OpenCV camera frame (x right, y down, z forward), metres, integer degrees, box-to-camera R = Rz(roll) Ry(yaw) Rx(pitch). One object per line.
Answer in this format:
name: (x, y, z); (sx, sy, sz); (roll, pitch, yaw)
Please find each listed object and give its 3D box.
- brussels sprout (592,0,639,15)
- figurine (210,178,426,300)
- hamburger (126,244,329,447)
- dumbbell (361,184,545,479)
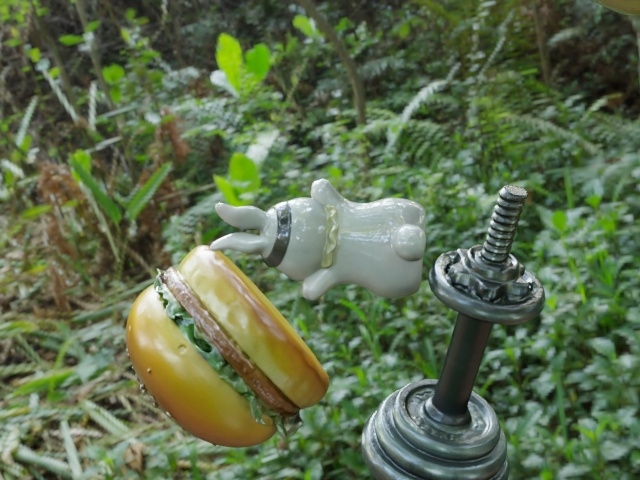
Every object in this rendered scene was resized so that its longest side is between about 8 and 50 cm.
brussels sprout: (0.224, -0.276, 0.553); (0.227, 0.259, 0.294); (24, 64, -2)
figurine: (0.000, 0.010, 0.639); (0.146, 0.098, 0.081); (3, 62, 4)
hamburger: (-0.113, 0.134, 1.001); (0.170, 0.246, 0.246); (-39, 24, -4)
dumbbell: (0.100, 0.079, 0.613); (0.110, 0.254, 0.110); (9, 27, -5)
